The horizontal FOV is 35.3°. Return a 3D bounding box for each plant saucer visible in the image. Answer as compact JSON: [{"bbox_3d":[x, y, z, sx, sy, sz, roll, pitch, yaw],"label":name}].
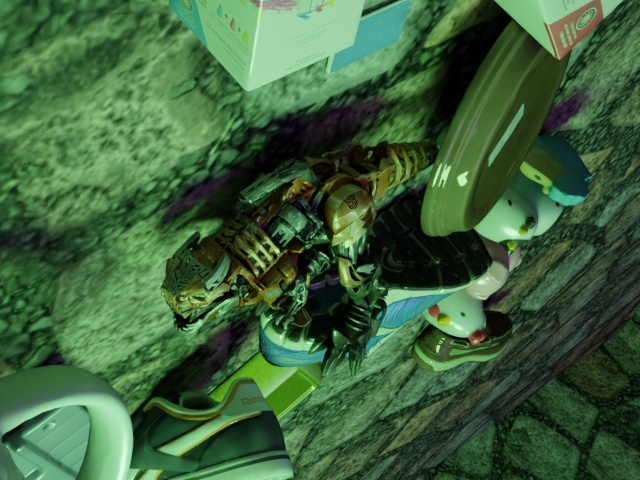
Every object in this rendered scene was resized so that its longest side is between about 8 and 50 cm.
[{"bbox_3d":[-0.076,0.209,1.342,0.188,0.045,0.188,-40,159,-2],"label":"plant saucer"},{"bbox_3d":[0.190,-0.120,1.045,0.278,0.041,0.278,-51,161,-26],"label":"plant saucer"}]

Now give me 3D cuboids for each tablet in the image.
[{"bbox_3d":[0.041,-0.174,0.846,0.083,0.006,0.054,-30,156,-29],"label":"tablet"}]

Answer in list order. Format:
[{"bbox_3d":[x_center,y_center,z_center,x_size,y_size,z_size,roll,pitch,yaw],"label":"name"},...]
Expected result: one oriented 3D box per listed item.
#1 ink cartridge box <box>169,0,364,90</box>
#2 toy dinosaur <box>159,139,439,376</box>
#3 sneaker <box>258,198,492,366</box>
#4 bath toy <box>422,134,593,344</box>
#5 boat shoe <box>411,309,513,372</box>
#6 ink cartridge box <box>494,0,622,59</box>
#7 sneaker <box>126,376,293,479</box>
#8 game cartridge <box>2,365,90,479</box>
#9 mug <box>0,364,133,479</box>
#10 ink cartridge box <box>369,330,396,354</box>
[{"bbox_3d":[-0.027,-0.181,0.595,0.090,0.092,0.143,-29,155,-27],"label":"ink cartridge box"},{"bbox_3d":[0.000,0.000,0.939,0.321,0.164,0.218,-18,137,-15],"label":"toy dinosaur"},{"bbox_3d":[0.059,0.056,1.201,0.330,0.130,0.147,-20,159,-27],"label":"sneaker"},{"bbox_3d":[0.243,0.017,1.398,0.151,0.129,0.348,-1,139,-30],"label":"bath toy"},{"bbox_3d":[0.275,0.163,1.800,0.257,0.095,0.095,-17,142,-47],"label":"boat shoe"},{"bbox_3d":[0.243,-0.290,0.833,0.237,0.100,0.172,-44,159,8],"label":"ink cartridge box"},{"bbox_3d":[-0.176,0.253,1.173,0.321,0.128,0.126,-23,161,26],"label":"sneaker"},{"bbox_3d":[-0.360,0.276,0.969,0.355,0.068,0.230,-37,155,-11],"label":"game cartridge"},{"bbox_3d":[-0.284,0.226,0.702,0.374,0.276,0.328,-31,140,-40],"label":"mug"},{"bbox_3d":[0.081,0.081,1.331,0.198,0.067,0.115,-40,159,-4],"label":"ink cartridge box"}]
